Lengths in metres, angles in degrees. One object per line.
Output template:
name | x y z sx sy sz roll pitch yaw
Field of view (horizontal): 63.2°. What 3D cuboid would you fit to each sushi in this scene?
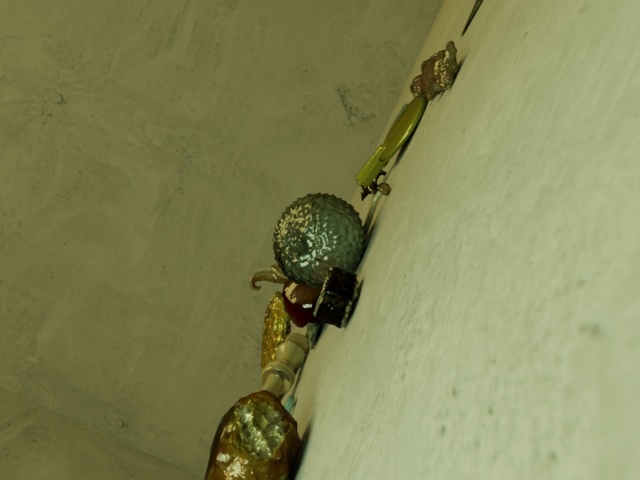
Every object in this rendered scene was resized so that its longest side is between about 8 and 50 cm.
sushi | 0.037 0.121 1.116 0.150 0.078 0.091 -69 -2 -61

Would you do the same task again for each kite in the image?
kite | 0.413 -0.633 1.313 0.245 0.015 0.141 115 177 -69

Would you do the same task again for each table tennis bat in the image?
table tennis bat | 0.219 -0.298 1.612 0.369 0.054 0.224 -52 13 41

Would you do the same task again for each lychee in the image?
lychee | 0.000 0.000 1.386 0.255 0.255 0.274 -65 -20 11

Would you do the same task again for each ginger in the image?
ginger | 0.283 -0.402 1.274 0.290 0.084 0.122 -93 6 -80

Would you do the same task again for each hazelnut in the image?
hazelnut | -0.015 0.154 1.507 0.201 0.161 0.170 -25 -4 -25

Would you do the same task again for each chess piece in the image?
chess piece | -0.125 0.400 1.532 0.117 0.117 0.397 -65 -5 31

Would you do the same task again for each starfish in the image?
starfish | -0.088 0.123 1.851 0.312 0.303 0.113 -16 72 59

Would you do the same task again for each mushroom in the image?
mushroom | 0.127 -0.040 1.496 0.068 0.043 0.306 -41 -19 -47

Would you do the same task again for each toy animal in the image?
toy animal | 0.172 -0.190 1.824 0.202 0.070 0.105 127 150 -65

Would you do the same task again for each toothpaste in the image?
toothpaste | -0.020 0.258 1.619 0.069 0.047 0.268 -46 6 6

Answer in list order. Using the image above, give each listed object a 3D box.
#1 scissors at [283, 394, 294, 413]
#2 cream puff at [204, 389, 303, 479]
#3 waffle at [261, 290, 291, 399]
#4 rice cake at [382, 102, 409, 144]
scissors | -0.104 0.477 1.230 0.191 0.029 0.360 -64 0 -9
cream puff | -0.125 0.393 0.910 0.241 0.154 0.269 115 177 -55
waffle | -0.161 0.383 1.888 0.380 0.095 0.382 108 163 -48
rice cake | 0.273 -0.393 1.952 0.127 0.043 0.237 136 158 -83
